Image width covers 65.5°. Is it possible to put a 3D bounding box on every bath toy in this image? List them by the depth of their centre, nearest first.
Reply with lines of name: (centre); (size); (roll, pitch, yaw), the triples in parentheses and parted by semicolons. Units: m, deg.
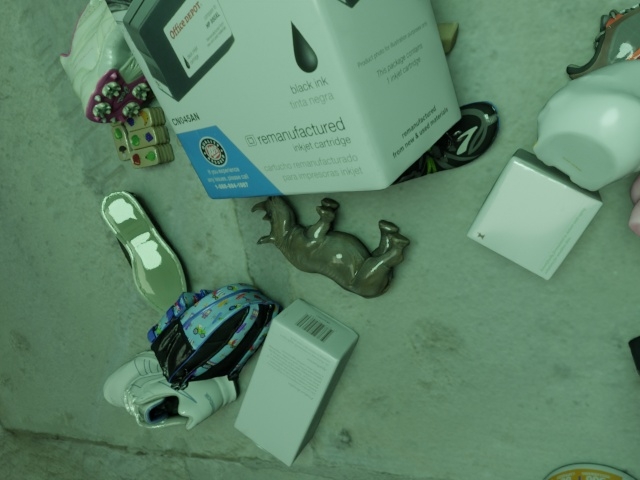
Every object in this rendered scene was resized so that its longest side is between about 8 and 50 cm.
bath toy: (0.349, -0.033, 0.444); (0.348, 0.151, 0.129); (39, 80, -1)

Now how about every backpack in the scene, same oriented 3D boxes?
backpack: (-0.155, 0.130, 0.765); (0.173, 0.158, 0.117); (-48, 63, 16)

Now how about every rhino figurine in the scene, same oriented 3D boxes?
rhino figurine: (0.000, 0.000, 0.691); (0.243, 0.073, 0.106); (23, 111, 21)

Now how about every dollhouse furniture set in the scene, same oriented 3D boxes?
dollhouse furniture set: (0.102, -0.245, 0.602); (0.114, 0.091, 0.081); (-2, 63, 5)

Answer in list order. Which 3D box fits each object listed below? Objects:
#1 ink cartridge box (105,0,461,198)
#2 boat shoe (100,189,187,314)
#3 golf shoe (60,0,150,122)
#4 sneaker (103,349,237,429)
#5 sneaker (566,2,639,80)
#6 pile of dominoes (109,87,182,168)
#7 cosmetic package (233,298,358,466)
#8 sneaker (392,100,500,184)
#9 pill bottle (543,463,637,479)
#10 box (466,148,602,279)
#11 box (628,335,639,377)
ink cartridge box: (-0.068, -0.252, 0.494); (0.285, 0.166, 0.395); (2, 125, 44)
boat shoe: (-0.292, 0.020, 0.849); (0.081, 0.068, 0.228); (-26, 98, -9)
golf shoe: (-0.272, -0.315, 0.696); (0.140, 0.115, 0.306); (48, 111, 14)
sneaker: (-0.295, 0.271, 0.888); (0.297, 0.129, 0.111); (-10, 102, 30)
sneaker: (0.307, -0.210, 0.481); (0.065, 0.061, 0.158); (48, 119, 14)
pile of dominoes: (-0.286, -0.244, 0.780); (0.196, 0.040, 0.251); (-5, 103, 28)
cosmetic package: (-0.041, 0.221, 0.772); (0.117, 0.085, 0.231); (30, 118, 16)
sneaker: (0.121, -0.105, 0.593); (0.188, 0.078, 0.067); (-20, 96, 29)
pill bottle: (0.306, 0.389, 0.537); (0.152, 0.272, 0.152); (8, 108, 24)
box: (0.235, -0.032, 0.552); (0.102, 0.087, 0.101); (32, 116, 15)
box: (0.430, 0.294, 0.421); (0.097, 0.318, 0.395); (-35, 87, 31)
